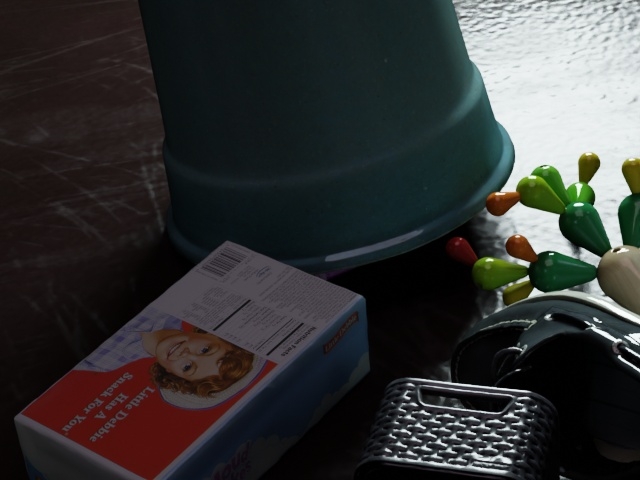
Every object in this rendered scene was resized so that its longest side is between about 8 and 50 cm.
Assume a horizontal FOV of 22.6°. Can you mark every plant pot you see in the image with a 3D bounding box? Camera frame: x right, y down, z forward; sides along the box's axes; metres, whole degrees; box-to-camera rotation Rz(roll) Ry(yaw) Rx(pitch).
[{"bbox_3d":[-0.019,-0.193,1.452,0.341,0.334,0.341,-11,28,6],"label":"plant pot"}]

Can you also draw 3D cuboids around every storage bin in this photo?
[{"bbox_3d":[0.097,0.191,1.091,0.122,0.180,0.084,5,39,16],"label":"storage bin"}]

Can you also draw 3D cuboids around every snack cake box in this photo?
[{"bbox_3d":[-0.096,0.123,1.293,0.152,0.089,0.264,23,46,31],"label":"snack cake box"}]

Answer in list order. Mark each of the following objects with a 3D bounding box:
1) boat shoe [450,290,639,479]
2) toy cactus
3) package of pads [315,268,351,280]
[{"bbox_3d":[0.179,0.114,1.153,0.113,0.127,0.340,-9,13,-31],"label":"boat shoe"},{"bbox_3d":[0.237,0.009,1.406,0.219,0.112,0.180,-24,59,-26],"label":"toy cactus"},{"bbox_3d":[0.000,0.000,1.490,0.050,0.032,0.083,-23,39,-17],"label":"package of pads"}]
